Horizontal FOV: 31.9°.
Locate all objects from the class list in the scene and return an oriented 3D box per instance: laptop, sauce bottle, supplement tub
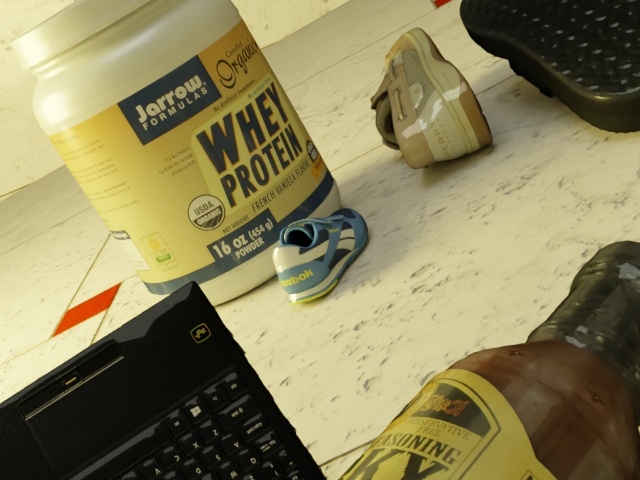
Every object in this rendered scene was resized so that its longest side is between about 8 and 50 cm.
[{"bbox_3d":[-0.107,0.166,0.586,0.234,0.264,0.136,-32,-20,-8],"label":"laptop"},{"bbox_3d":[0.062,0.123,0.478,0.111,0.111,0.344,-9,26,50],"label":"sauce bottle"},{"bbox_3d":[-0.145,-0.112,1.133,0.228,0.316,0.228,-28,17,9],"label":"supplement tub"}]

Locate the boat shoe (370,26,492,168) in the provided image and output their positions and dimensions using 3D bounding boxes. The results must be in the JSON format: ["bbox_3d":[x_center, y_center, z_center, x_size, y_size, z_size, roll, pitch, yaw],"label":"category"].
[{"bbox_3d":[0.099,-0.150,1.207,0.098,0.109,0.302,-28,22,4],"label":"boat shoe"}]

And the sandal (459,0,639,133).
[{"bbox_3d":[0.254,-0.194,1.109,0.167,0.107,0.446,-27,30,6],"label":"sandal"}]

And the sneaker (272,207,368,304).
[{"bbox_3d":[0.000,0.000,1.016,0.053,0.059,0.144,-23,17,30],"label":"sneaker"}]
